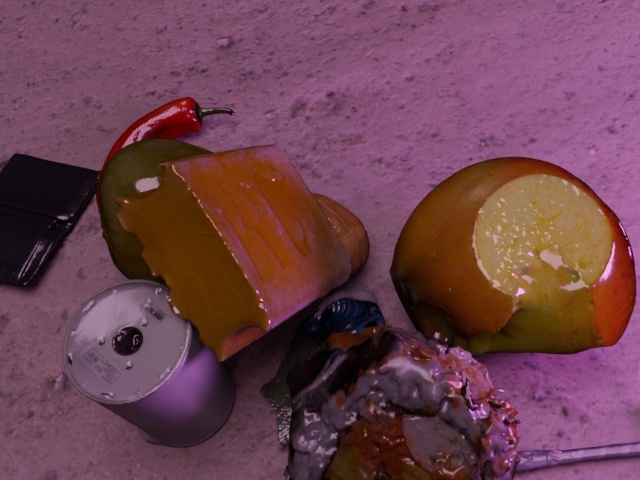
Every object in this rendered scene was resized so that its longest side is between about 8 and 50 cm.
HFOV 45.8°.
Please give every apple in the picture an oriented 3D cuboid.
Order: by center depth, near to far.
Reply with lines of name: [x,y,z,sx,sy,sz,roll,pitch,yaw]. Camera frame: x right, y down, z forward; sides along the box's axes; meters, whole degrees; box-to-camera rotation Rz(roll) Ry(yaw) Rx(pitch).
apple: [0.306,0.052,1.254,0.374,0.374,0.384,-32,44,-8]

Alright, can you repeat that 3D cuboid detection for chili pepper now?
chili pepper: [-0.371,-0.210,1.685,0.368,0.092,0.137,-41,82,-5]

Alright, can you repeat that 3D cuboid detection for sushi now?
sushi: [0.125,0.333,1.190,0.418,0.176,0.417,1,92,28]

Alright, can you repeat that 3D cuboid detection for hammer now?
hammer: [0.405,0.351,1.260,0.427,0.044,0.152,-7,62,8]

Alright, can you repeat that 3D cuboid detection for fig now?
fig: [-0.266,-0.058,1.466,0.316,0.316,0.316,-4,61,8]

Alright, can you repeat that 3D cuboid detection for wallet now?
wallet: [-0.652,-0.050,1.660,0.247,0.041,0.322,13,61,16]

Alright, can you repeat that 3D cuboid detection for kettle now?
kettle: [-0.266,0.196,1.299,0.205,0.318,0.264,4,62,13]

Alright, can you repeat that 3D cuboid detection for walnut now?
walnut: [0.000,0.000,1.454,0.197,0.165,0.165,36,73,16]

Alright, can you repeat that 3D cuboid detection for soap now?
soap: [-0.123,0.003,1.233,0.156,0.335,0.293,-36,83,28]

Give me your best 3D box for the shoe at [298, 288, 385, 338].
shoe: [0.047,0.149,1.352,0.091,0.207,0.106,-45,61,29]

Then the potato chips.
potato chips: [-0.028,0.254,1.378,0.167,0.059,0.228,-27,60,6]
